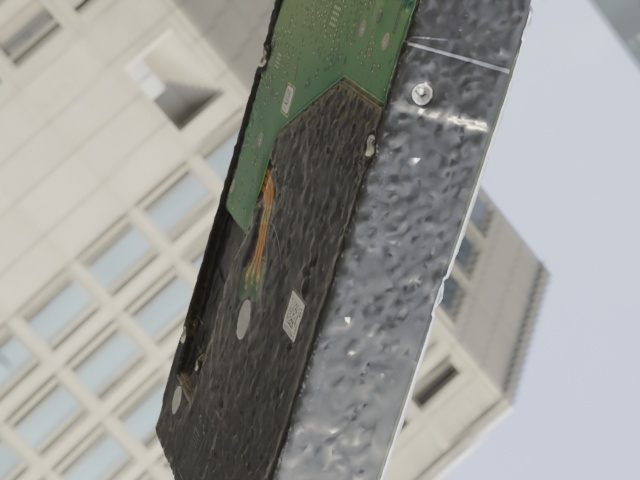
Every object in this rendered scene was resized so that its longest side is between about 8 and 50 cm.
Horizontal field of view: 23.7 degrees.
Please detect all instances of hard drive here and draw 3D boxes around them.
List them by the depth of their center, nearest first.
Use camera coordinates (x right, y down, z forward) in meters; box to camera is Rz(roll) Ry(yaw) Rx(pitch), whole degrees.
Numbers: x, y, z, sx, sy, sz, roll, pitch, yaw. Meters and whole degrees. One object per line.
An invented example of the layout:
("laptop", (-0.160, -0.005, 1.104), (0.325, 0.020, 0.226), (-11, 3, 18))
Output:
("hard drive", (0.000, 0.000, 0.808), (0.237, 0.064, 0.339), (-134, -123, -67))
